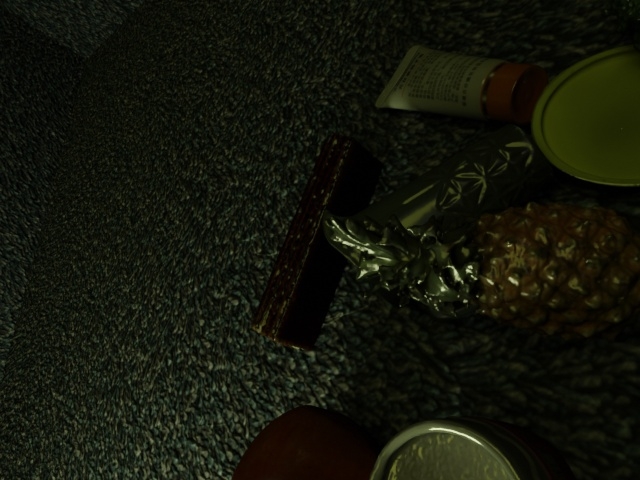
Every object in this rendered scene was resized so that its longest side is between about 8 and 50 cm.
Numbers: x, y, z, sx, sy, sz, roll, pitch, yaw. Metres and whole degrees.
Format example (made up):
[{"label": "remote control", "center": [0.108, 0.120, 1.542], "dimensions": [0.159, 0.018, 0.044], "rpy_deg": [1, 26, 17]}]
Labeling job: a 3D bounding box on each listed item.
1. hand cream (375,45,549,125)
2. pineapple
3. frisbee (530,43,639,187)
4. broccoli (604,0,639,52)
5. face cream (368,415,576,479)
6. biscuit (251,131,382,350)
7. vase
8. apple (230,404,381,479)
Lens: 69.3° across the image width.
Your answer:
[{"label": "hand cream", "center": [0.216, -0.260, 0.783], "dimensions": [0.140, 0.089, 0.314], "rpy_deg": [-55, 42, 4]}, {"label": "pineapple", "center": [0.171, 0.028, 0.542], "dimensions": [0.340, 0.169, 0.169], "rpy_deg": [5, 70, 6]}, {"label": "frisbee", "center": [0.399, -0.164, 0.595], "dimensions": [0.236, 0.017, 0.236], "rpy_deg": [-15, 56, 22]}, {"label": "broccoli", "center": [0.481, -0.328, 0.503], "dimensions": [0.243, 0.247, 0.263], "rpy_deg": [-22, 13, -12]}, {"label": "face cream", "center": [0.168, 0.279, 0.489], "dimensions": [0.175, 0.195, 0.175], "rpy_deg": [-18, 59, 32]}, {"label": "biscuit", "center": [0.000, 0.000, 0.828], "dimensions": [0.073, 0.107, 0.388], "rpy_deg": [13, 79, 43]}, {"label": "vase", "center": [0.182, -0.026, 0.673], "dimensions": [0.301, 0.156, 0.251], "rpy_deg": [-37, 78, 14]}, {"label": "apple", "center": [-0.011, 0.340, 0.613], "dimensions": [0.230, 0.230, 0.230], "rpy_deg": [-18, 59, 34]}]
